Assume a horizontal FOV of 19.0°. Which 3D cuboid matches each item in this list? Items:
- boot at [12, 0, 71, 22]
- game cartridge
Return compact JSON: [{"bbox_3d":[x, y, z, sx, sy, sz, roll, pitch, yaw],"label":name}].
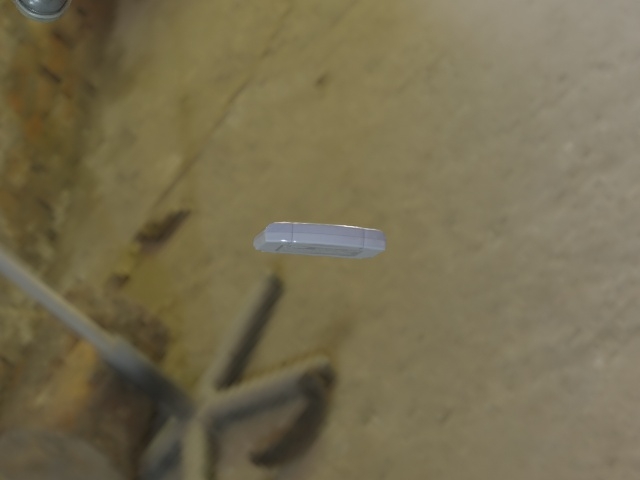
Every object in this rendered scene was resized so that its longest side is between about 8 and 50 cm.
[{"bbox_3d":[-0.263,-0.339,1.865,0.208,0.076,0.189,132,135,-63],"label":"boot"},{"bbox_3d":[0.000,0.000,1.289,0.056,0.083,0.017,159,114,-76],"label":"game cartridge"}]
